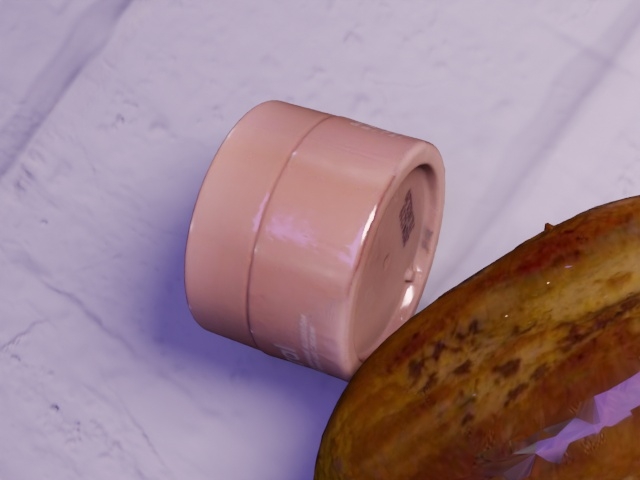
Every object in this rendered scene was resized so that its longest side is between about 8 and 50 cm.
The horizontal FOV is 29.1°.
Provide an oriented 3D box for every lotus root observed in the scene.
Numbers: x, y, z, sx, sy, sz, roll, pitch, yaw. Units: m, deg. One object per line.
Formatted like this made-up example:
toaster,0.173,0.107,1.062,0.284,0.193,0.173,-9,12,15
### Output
lotus root,0.127,0.108,0.668,0.291,0.193,0.193,-34,70,11

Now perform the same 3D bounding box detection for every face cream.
face cream,0.000,0.000,0.735,0.104,0.149,0.149,18,85,20
